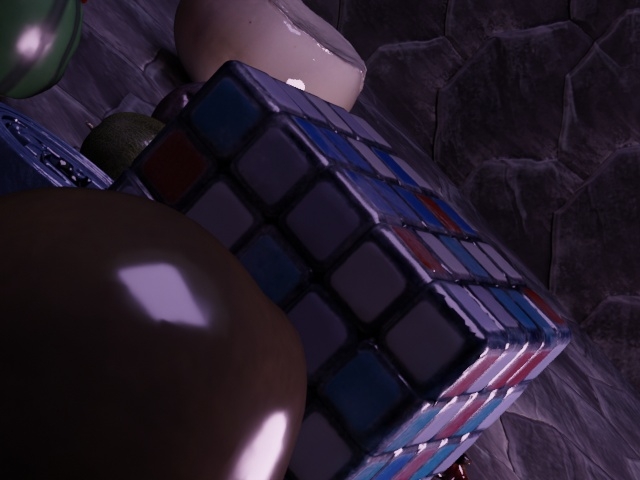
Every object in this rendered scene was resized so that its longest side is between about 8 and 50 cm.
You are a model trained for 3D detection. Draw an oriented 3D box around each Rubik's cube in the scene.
[{"bbox_3d":[-0.021,0.073,1.048,0.293,0.292,0.287,46,13,19],"label":"Rubik's cube"}]

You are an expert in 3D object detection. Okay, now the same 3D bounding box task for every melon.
[{"bbox_3d":[-0.183,-0.065,1.378,0.167,0.114,0.114,42,13,0],"label":"melon"}]

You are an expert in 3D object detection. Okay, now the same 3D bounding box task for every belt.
[{"bbox_3d":[-0.244,-0.038,1.181,0.190,0.082,0.141,38,11,-18],"label":"belt"}]

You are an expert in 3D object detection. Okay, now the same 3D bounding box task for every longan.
[{"bbox_3d":[-0.133,0.090,0.732,0.258,0.258,0.258,40,14,-12],"label":"longan"}]

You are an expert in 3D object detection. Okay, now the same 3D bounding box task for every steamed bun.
[{"bbox_3d":[-0.093,-0.287,2.118,0.324,0.206,0.324,38,15,-12],"label":"steamed bun"}]

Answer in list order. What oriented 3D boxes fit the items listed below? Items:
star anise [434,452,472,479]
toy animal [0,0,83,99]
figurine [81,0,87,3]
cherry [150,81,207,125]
[{"bbox_3d":[0.088,0.179,1.488,0.272,0.102,0.272,155,-90,-86],"label":"star anise"},{"bbox_3d":[-0.366,-0.265,1.285,0.338,0.191,0.216,30,19,-46],"label":"toy animal"},{"bbox_3d":[-0.388,-0.459,1.736,0.306,0.241,0.411,39,7,35],"label":"figurine"},{"bbox_3d":[-0.126,-0.116,1.642,0.176,0.140,0.176,33,2,-1],"label":"cherry"}]
